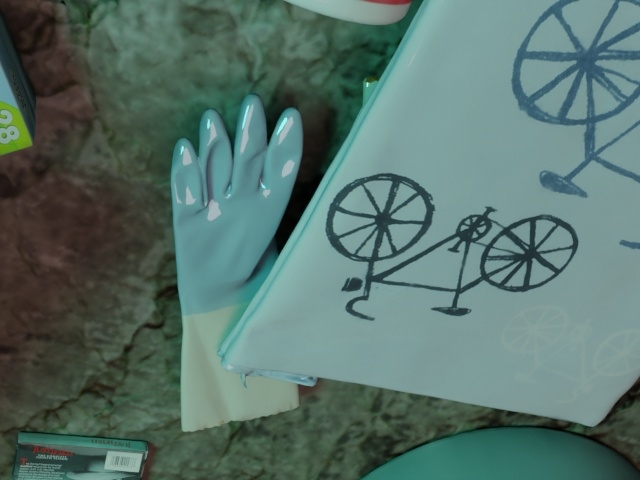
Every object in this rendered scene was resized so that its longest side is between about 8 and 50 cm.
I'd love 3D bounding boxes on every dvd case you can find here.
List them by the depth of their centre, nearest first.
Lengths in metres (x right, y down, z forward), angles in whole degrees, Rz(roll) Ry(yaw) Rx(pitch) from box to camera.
[{"bbox_3d":[-0.172,0.185,0.791,0.087,0.013,0.120,7,119,-16],"label":"dvd case"}]

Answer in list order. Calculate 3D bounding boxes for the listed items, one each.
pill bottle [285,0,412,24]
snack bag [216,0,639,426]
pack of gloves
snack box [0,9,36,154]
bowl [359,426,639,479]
[{"bbox_3d":[0.023,-0.206,0.552,0.107,0.108,0.180,13,116,-19],"label":"pill bottle"},{"bbox_3d":[0.144,-0.020,0.698,0.323,0.037,0.343,13,123,-29],"label":"snack bag"},{"bbox_3d":[0.000,0.000,0.716,0.195,0.046,0.232,-10,125,-19],"label":"pack of gloves"},{"bbox_3d":[-0.269,-0.103,0.571,0.207,0.070,0.175,-19,122,-3],"label":"snack box"},{"bbox_3d":[0.135,0.309,0.842,0.311,0.163,0.312,-5,121,-9],"label":"bowl"}]
